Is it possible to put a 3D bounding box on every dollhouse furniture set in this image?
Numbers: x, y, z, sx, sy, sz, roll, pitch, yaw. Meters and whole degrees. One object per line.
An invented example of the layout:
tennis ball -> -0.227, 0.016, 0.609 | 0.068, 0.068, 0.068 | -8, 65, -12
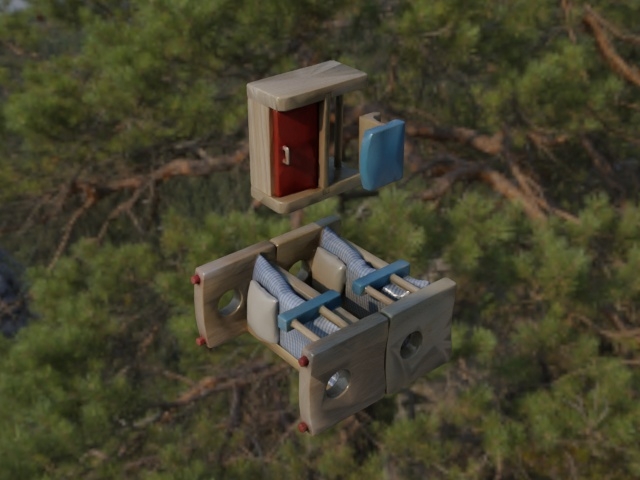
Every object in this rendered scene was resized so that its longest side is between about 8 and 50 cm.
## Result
dollhouse furniture set -> 0.000, 0.000, 0.588 | 0.129, 0.183, 0.129 | -23, 37, -34
